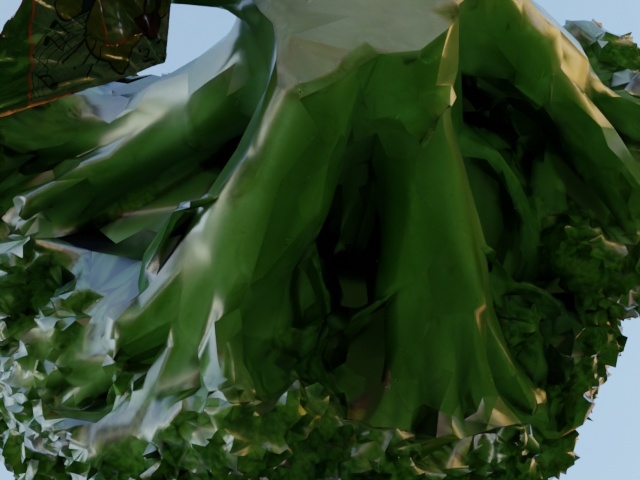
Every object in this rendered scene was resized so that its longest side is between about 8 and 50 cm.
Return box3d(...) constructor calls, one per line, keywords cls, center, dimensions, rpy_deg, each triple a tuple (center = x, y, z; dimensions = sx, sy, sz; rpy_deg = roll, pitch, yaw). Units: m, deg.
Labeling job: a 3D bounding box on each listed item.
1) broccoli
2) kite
box3d(cls="broccoli", center=(-0.001, 0.006, 0.564), dimensions=(0.413, 0.310, 0.321), rpy_deg=(6, -99, 1))
box3d(cls="kite", center=(-0.107, -0.122, 0.398), dimensions=(0.198, 0.006, 0.244), rpy_deg=(-58, -25, -12))
